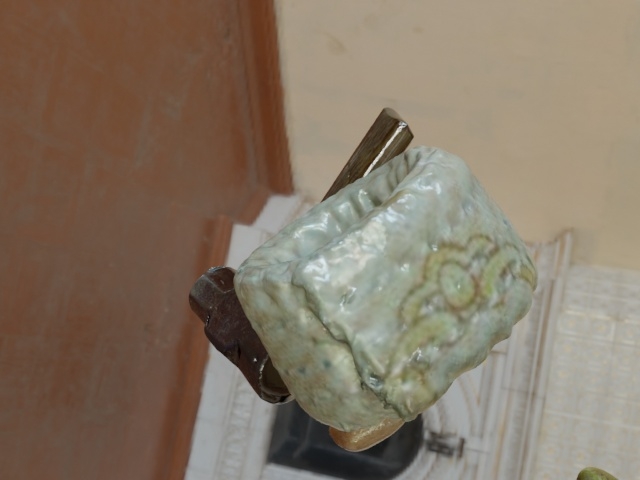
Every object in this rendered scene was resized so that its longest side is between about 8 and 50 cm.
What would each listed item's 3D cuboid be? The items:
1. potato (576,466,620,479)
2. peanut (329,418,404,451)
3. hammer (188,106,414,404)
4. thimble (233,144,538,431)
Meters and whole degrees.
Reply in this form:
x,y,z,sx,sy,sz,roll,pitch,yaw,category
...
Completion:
x,y,z,sx,sy,sz,roll,pitch,yaw,category
0.487,0.438,1.450,0.085,0.188,0.105,-45,-174,14,potato
0.085,0.284,1.431,0.076,0.152,0.076,58,13,-22,peanut
0.000,0.000,1.218,0.095,0.242,0.409,38,89,-36,hammer
0.060,0.046,0.936,0.195,0.291,0.291,56,29,-8,thimble
